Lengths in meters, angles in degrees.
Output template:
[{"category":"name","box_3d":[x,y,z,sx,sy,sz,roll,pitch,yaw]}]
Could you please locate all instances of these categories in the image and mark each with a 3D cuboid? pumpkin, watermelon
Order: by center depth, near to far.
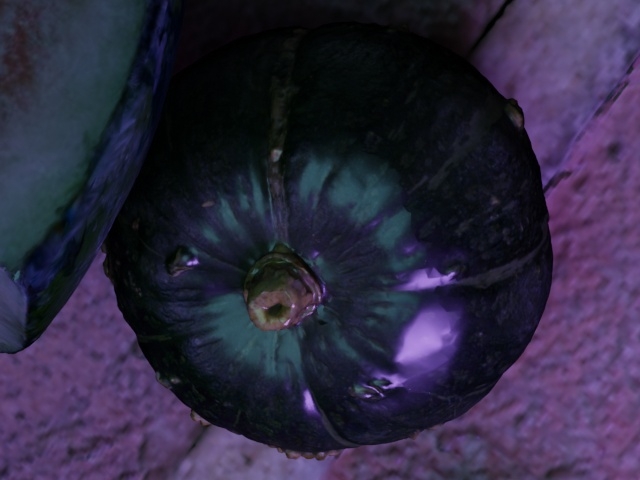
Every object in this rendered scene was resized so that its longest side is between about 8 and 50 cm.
[{"category":"watermelon","box_3d":[-0.172,-0.121,0.773,0.292,0.250,0.283,42,153,-9]},{"category":"pumpkin","box_3d":[0.001,0.000,0.812,0.190,0.146,0.190,19,127,28]}]
